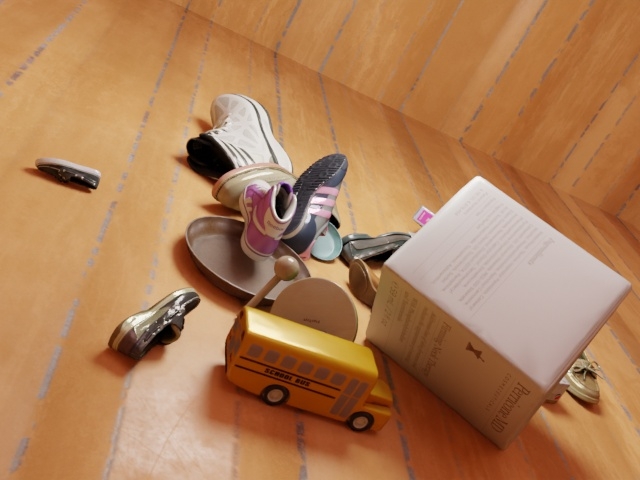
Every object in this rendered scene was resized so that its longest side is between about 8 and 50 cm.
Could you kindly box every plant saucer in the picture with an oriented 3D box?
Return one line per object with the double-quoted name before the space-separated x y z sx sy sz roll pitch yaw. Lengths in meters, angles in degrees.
"plant saucer" -0.166 0.052 1.782 0.310 0.050 0.311 25 23 -12
"plant saucer" 0.000 0.000 2.061 0.119 0.021 0.119 15 58 -26

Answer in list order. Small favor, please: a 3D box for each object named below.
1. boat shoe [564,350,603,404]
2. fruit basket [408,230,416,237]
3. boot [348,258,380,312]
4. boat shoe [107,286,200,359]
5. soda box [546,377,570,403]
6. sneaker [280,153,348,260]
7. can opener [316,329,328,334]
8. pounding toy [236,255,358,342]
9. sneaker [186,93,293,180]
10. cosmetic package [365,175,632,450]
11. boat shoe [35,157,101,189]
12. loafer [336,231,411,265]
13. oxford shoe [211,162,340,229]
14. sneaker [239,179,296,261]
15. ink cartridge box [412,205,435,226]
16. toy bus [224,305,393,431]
"boat shoe" 0.683 0.325 2.154 0.104 0.089 0.285 20 25 -22
"fruit basket" 0.398 0.120 2.211 0.327 0.165 0.353 50 9 25
"boot" 0.163 0.130 1.980 0.152 0.073 0.197 6 45 -42
"boat shoe" -0.281 0.153 1.416 0.073 0.080 0.223 41 30 12
"soda box" 0.536 0.315 2.033 0.073 0.069 0.216 13 27 -32
"sneaker" -0.012 -0.087 2.024 0.112 0.131 0.319 5 47 38
"can opener" -0.077 0.186 1.527 0.186 0.059 0.073 -1 39 4
"pounding toy" -0.024 0.159 1.623 0.237 0.183 0.110 35 -2 21
"sneaker" -0.269 -0.302 2.230 0.257 0.169 0.447 11 32 -40
"cosmetic package" 0.358 0.151 1.682 0.393 0.329 0.327 39 62 20
"boat shoe" -0.553 -0.146 1.743 0.142 0.049 0.040 13 66 -24
"loafer" 0.158 0.033 2.170 0.267 0.096 0.084 -1 57 -39
"oxford shoe" -0.097 -0.101 2.067 0.396 0.140 0.147 3 43 -42
"sneaker" -0.108 -0.089 1.839 0.102 0.161 0.282 22 30 -22
"ink cartridge box" 0.437 0.014 2.476 0.311 0.065 0.186 40 5 18
"toy bus" -0.013 0.241 1.469 0.332 0.130 0.108 21 25 -19
